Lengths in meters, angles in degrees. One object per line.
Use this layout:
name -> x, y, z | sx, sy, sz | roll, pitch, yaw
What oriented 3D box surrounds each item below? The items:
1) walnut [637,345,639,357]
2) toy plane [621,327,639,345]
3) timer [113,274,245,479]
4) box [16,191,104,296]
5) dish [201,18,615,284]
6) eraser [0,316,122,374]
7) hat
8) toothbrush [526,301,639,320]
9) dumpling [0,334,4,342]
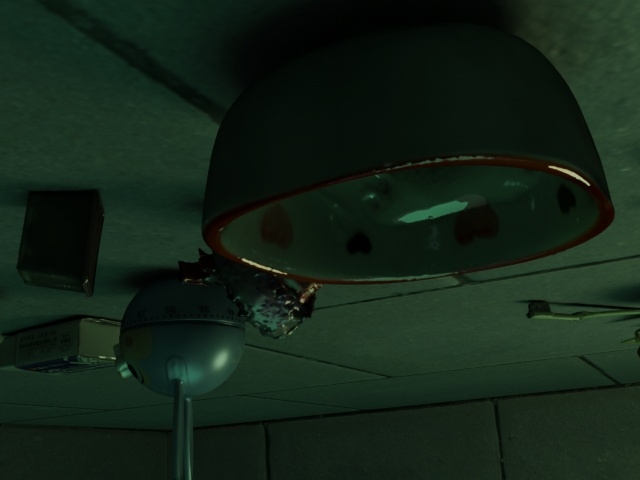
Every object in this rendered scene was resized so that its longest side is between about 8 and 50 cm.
walnut -> 0.614, 0.171, 1.269 | 0.213, 0.213, 0.213 | -3, 164, -1
toy plane -> 0.697, 0.176, 1.486 | 0.244, 0.092, 0.229 | -5, 161, 2
timer -> -0.190, 0.165, 1.002 | 0.175, 0.256, 0.175 | 19, 165, 5
box -> -0.229, 0.002, 0.709 | 0.063, 0.085, 0.060 | 5, 163, -10
dish -> 0.053, -0.056, 0.510 | 0.256, 0.117, 0.256 | -3, 164, -1
eraser -> -0.402, 0.174, 1.277 | 0.210, 0.068, 0.124 | -14, 162, 33
hat -> -0.002, -0.004, 0.750 | 0.227, 0.129, 0.140 | -30, 130, 20
toothbrush -> 0.460, 0.125, 1.367 | 0.294, 0.028, 0.026 | 6, 162, -31
dumpling -> -0.514, 0.130, 1.002 | 0.250, 0.132, 0.162 | -25, 149, 15
